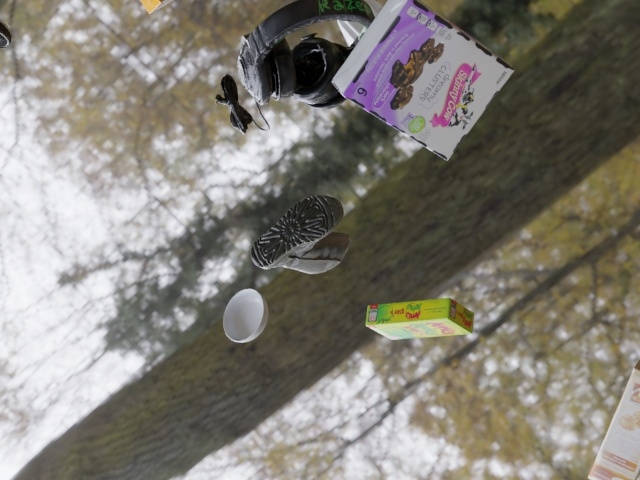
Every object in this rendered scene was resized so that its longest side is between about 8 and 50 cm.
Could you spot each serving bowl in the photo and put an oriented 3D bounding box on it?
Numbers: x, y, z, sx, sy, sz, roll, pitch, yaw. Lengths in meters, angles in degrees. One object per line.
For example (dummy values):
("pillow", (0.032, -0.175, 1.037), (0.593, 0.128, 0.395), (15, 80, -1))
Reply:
("serving bowl", (-0.109, 0.117, 1.824), (0.027, 0.083, 0.083), (28, -147, -45))

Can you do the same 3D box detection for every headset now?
("headset", (-0.061, -0.334, 2.209), (0.243, 0.394, 0.185), (0, -120, -38))

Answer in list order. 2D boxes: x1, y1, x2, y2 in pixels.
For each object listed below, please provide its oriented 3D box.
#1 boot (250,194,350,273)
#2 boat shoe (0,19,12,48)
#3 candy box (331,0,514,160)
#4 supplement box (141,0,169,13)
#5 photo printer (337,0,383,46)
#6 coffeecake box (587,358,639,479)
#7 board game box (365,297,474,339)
("boot", (0.000, -0.003, 1.972), (0.208, 0.189, 0.076), (15, -130, -58))
("boat shoe", (-0.444, -0.274, 1.531), (0.125, 0.046, 0.038), (37, -149, -52))
("candy box", (0.145, -0.233, 1.692), (0.196, 0.165, 0.070), (29, -165, -24))
("supplement box", (-0.241, -0.415, 1.954), (0.098, 0.062, 0.036), (-36, -82, -26))
("photo printer", (0.170, -0.384, 2.693), (0.256, 0.107, 0.307), (49, 179, 23))
("coffeecake box", (0.478, 0.270, 1.803), (0.068, 0.185, 0.142), (24, -164, 18))
("board game box", (0.186, 0.148, 2.254), (0.092, 0.181, 0.043), (32, -121, -47))
